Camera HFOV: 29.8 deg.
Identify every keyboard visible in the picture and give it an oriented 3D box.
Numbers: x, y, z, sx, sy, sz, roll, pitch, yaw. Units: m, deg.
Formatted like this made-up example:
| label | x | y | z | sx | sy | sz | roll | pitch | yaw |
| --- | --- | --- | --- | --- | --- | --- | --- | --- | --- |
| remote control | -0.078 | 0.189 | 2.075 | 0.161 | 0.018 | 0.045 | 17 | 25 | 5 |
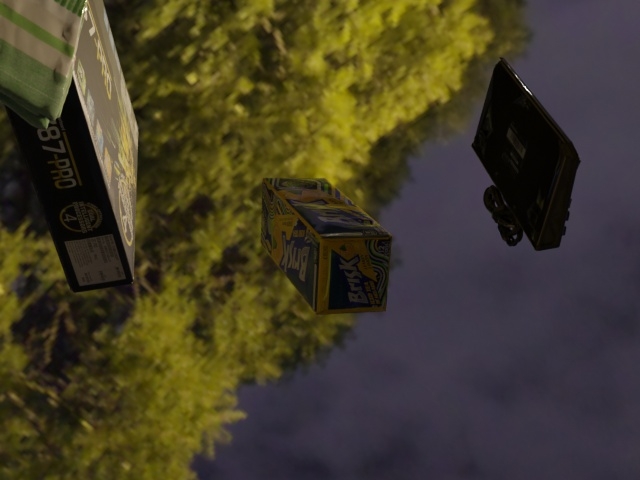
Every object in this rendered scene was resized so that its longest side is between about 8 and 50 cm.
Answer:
| label | x | y | z | sx | sy | sz | roll | pitch | yaw |
| --- | --- | --- | --- | --- | --- | --- | --- | --- | --- |
| keyboard | 0.146 | -0.055 | 0.877 | 0.023 | 0.108 | 0.180 | 7 | -154 | -12 |

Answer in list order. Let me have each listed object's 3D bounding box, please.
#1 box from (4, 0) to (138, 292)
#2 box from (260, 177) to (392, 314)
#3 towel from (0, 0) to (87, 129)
| label | x | y | z | sx | sy | sz | roll | pitch | yaw |
| --- | --- | --- | --- | --- | --- | --- | --- | --- | --- |
| box | -0.313 | -0.180 | 1.511 | 0.097 | 0.394 | 0.318 | -9 | -136 | -1 |
| box | 0.000 | 0.000 | 0.895 | 0.054 | 0.059 | 0.169 | -2 | -163 | -17 |
| towel | -0.310 | -0.300 | 1.155 | 0.038 | 0.248 | 0.324 | -6 | -114 | 33 |
